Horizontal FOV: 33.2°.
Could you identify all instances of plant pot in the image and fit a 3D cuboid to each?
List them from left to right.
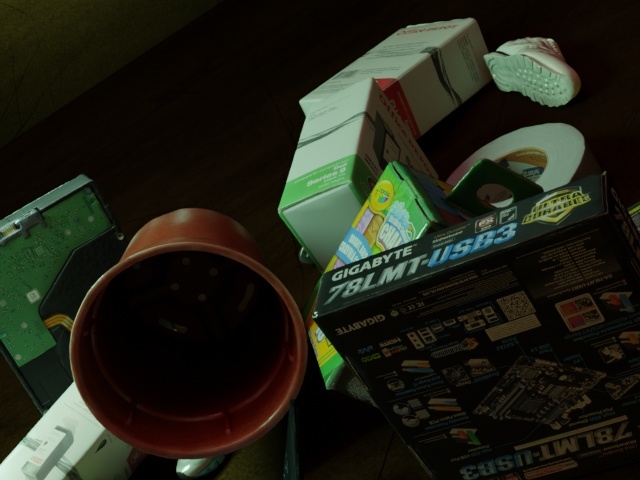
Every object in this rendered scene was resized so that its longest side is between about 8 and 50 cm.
[{"bbox_3d":[-0.161,0.090,1.356,0.272,0.272,0.265,-33,18,6],"label":"plant pot"}]

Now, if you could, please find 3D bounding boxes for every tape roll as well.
[{"bbox_3d":[0.268,-0.062,1.443,0.219,0.072,0.219,-28,29,17],"label":"tape roll"}]

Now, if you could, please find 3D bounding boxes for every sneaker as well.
[{"bbox_3d":[-0.148,0.231,1.443,0.071,0.083,0.191,-7,40,41],"label":"sneaker"},{"bbox_3d":[0.000,0.000,1.697,0.109,0.040,0.043,-49,13,-31],"label":"sneaker"},{"bbox_3d":[0.347,-0.278,1.688,0.094,0.090,0.235,-29,28,-9],"label":"sneaker"}]

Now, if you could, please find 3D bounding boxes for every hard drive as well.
[{"bbox_3d":[-0.360,0.105,1.569,0.237,0.339,0.064,-34,26,-16],"label":"hard drive"}]

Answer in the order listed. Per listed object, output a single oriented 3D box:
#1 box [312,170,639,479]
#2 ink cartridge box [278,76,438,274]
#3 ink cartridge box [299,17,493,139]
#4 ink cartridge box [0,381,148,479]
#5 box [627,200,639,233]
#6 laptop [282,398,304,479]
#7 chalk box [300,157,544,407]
[{"bbox_3d":[0.190,0.109,1.018,0.295,0.293,0.073,-22,31,26],"label":"box"},{"bbox_3d":[0.063,-0.068,1.531,0.121,0.211,0.289,-23,30,24],"label":"ink cartridge box"},{"bbox_3d":[0.134,-0.259,1.820,0.273,0.114,0.197,-40,26,-28],"label":"ink cartridge box"},{"bbox_3d":[-0.338,0.308,1.437,0.092,0.159,0.218,29,61,23],"label":"ink cartridge box"},{"bbox_3d":[0.363,0.046,1.177,0.270,0.060,0.216,-32,27,6],"label":"box"},{"bbox_3d":[-0.094,0.341,1.144,0.136,0.264,0.234,2,30,-6],"label":"laptop"},{"bbox_3d":[0.132,0.037,1.204,0.289,0.180,0.179,-59,22,17],"label":"chalk box"}]
